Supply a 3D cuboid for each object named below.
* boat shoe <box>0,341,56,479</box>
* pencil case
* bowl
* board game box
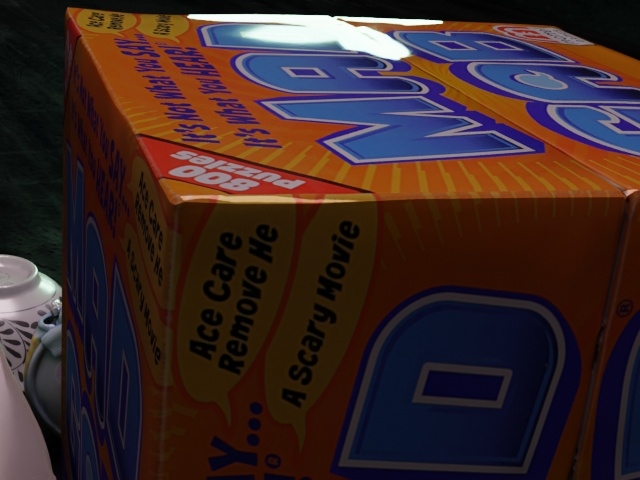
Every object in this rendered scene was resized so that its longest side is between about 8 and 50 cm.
[{"bbox_3d":[-0.262,0.149,0.697,0.127,0.158,0.340,1,50,-27],"label":"boat shoe"},{"bbox_3d":[-0.169,0.068,0.896,0.124,0.113,0.273,42,13,-12],"label":"pencil case"},{"bbox_3d":[-0.292,0.063,0.936,0.170,0.080,0.170,5,22,-2],"label":"bowl"},{"bbox_3d":[0.046,0.078,0.613,0.356,0.356,0.356,-2,22,-19],"label":"board game box"}]
